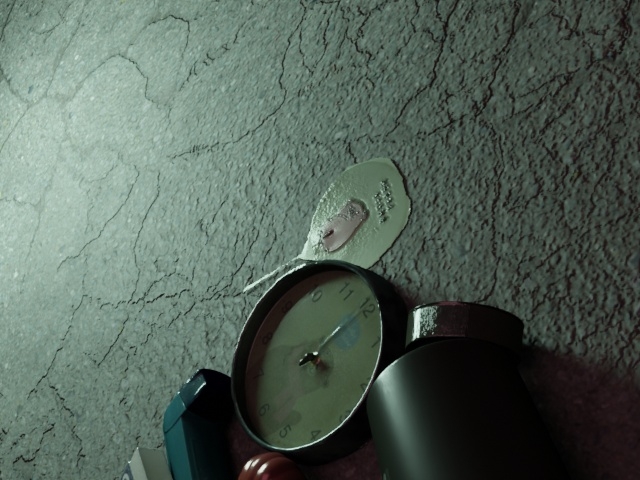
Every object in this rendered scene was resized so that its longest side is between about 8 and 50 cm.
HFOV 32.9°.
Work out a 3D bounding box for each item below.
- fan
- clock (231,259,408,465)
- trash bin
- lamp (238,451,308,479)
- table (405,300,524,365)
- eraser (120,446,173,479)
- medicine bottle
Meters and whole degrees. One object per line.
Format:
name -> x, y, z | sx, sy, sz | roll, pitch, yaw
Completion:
fan -> -0.001, 0.000, 1.564 | 0.310, 0.010, 0.182 | -34, 47, 24
clock -> -0.006, 0.156, 1.441 | 0.280, 0.055, 0.280 | -22, 54, 34
trash bin -> 0.167, 0.278, 1.095 | 0.214, 0.214, 0.334 | -39, 37, 21
lamp -> -0.059, 0.320, 1.368 | 0.107, 0.092, 0.107 | 22, 118, 49
table -> 0.165, 0.112, 1.245 | 0.133, 0.133, 0.043 | -11, 60, 40
eraser -> -0.262, 0.393, 1.504 | 0.212, 0.046, 0.092 | -62, 35, 26
medicine bottle -> -0.154, 0.308, 1.475 | 0.124, 0.079, 0.258 | -39, 46, 27
